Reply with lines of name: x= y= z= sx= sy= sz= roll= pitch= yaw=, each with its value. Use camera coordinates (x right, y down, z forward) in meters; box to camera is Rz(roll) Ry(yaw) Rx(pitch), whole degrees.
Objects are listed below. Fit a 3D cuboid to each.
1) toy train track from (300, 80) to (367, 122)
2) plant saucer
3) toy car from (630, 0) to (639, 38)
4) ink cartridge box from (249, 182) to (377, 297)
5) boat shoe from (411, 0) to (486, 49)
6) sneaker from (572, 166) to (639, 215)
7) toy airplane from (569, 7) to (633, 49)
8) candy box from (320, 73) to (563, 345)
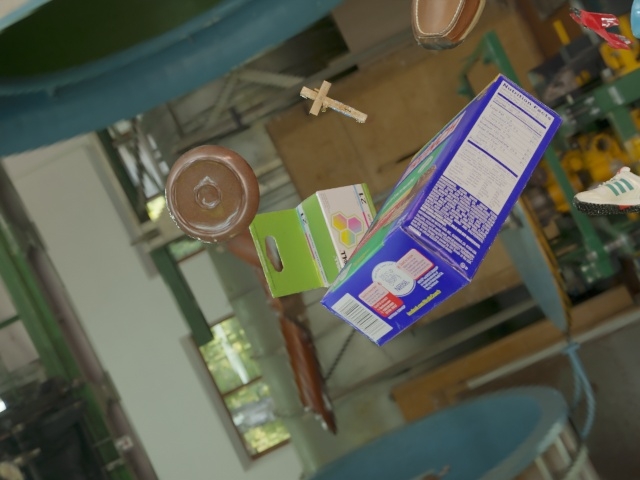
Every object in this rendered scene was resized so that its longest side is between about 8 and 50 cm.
toy train track: x=0.015 y=-0.159 z=1.180 sx=0.083 sy=0.048 sz=0.014 roll=24 pitch=157 yaw=-1
plant saucer: x=-0.188 y=-0.077 z=1.681 sx=0.169 sy=0.168 sz=0.029 roll=63 pitch=-166 yaw=-2
toy car: x=0.657 y=-0.440 z=1.662 sx=0.238 sy=0.219 sz=0.210 roll=-29 pitch=-62 yaw=-55
ink cartridge box: x=0.000 y=0.000 z=2.039 sx=0.097 sy=0.255 sz=0.189 roll=-33 pitch=73 yaw=53
boat shoe: x=0.199 y=-0.455 z=1.556 sx=0.120 sy=0.122 sz=0.324 roll=47 pitch=-129 yaw=-54
sneaker: x=0.513 y=-0.089 z=1.733 sx=0.057 sy=0.161 sz=0.075 roll=117 pitch=150 yaw=-70
toy airplane: x=0.525 y=-0.396 z=1.858 sx=0.151 sy=0.028 sz=0.151 roll=28 pitch=-176 yaw=-2
candy box: x=0.165 y=-0.041 z=1.372 sx=0.122 sy=0.317 sz=0.268 roll=38 pitch=147 yaw=-3
